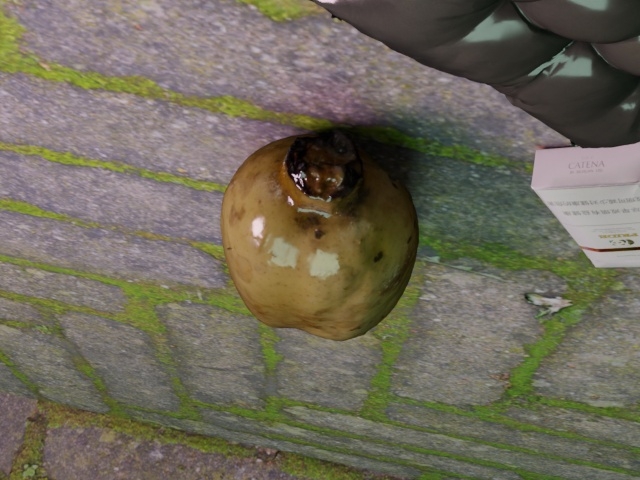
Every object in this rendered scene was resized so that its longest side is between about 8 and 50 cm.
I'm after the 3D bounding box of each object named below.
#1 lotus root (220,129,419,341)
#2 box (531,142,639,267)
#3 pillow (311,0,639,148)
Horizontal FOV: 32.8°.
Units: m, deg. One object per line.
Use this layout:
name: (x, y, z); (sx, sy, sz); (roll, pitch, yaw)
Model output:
lotus root: (0.000, 0.000, 0.891); (0.160, 0.146, 0.284); (-5, 156, -4)
box: (0.231, -0.023, 0.844); (0.084, 0.040, 0.154); (-4, 154, 32)
pillow: (0.172, -0.143, 0.497); (0.228, 0.101, 0.326); (22, 159, -32)
